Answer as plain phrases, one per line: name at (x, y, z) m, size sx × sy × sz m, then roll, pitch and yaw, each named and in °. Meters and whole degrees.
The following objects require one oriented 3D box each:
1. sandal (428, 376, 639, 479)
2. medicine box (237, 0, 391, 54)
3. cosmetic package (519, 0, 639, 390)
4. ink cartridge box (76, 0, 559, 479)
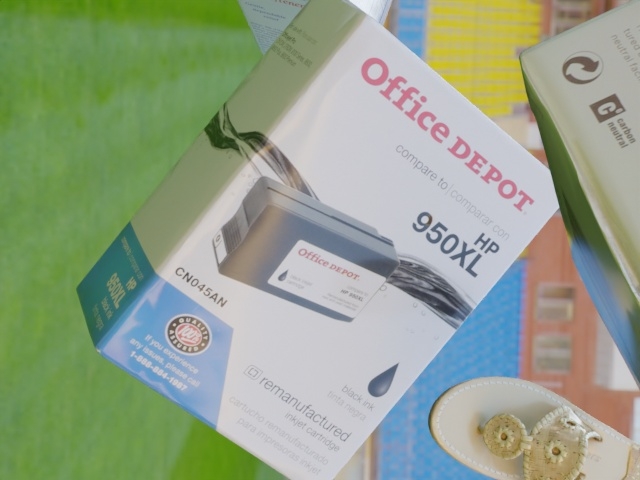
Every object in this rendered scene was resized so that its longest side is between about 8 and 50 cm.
sandal at (0.213, 0.177, 1.124) m, size 0.088 × 0.240 × 0.079 m, roll -69°, pitch -164°, yaw -9°
medicine box at (0.010, -0.383, 1.649) m, size 0.289 × 0.149 × 0.264 m, roll 62°, pitch 46°, yaw -69°
cosmetic package at (0.310, -0.060, 0.644) m, size 0.217 × 0.385 × 0.156 m, roll 56°, pitch 11°, yaw -57°
ink cartridge box at (0.000, 0.000, 1.311) m, size 0.395 × 0.285 × 0.166 m, roll -51°, pitch -156°, yaw 5°
